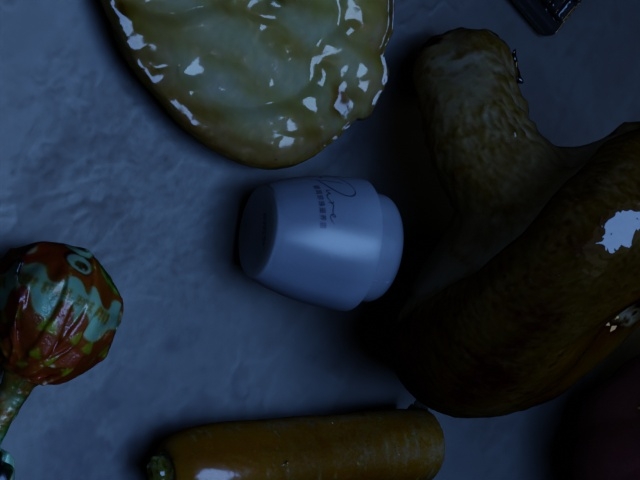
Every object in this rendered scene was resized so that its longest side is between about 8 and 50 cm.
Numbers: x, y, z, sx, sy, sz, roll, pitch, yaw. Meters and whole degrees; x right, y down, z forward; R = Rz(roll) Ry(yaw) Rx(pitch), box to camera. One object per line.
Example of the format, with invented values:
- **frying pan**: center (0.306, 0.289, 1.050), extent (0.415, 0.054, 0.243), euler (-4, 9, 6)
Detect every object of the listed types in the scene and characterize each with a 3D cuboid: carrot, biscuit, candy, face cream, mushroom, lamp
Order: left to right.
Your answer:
- **candy**: center (-0.212, 0.132, 1.179), extent (0.084, 0.078, 0.287), euler (29, 86, -35)
- **biscuit**: center (-0.053, -0.164, 1.269), extent (0.260, 0.041, 0.203), euler (34, 79, -30)
- **carrot**: center (-0.017, 0.149, 1.300), extent (0.225, 0.067, 0.067), euler (-4, 96, -35)
- **face cream**: center (0.000, 0.000, 1.285), extent (0.095, 0.091, 0.091), euler (8, 90, -25)
- **mushroom**: center (0.138, 0.009, 1.306), extent (0.267, 0.254, 0.267), euler (-48, 151, -38)
- **lamp**: center (0.280, 0.162, 1.436), extent (0.182, 0.140, 0.182), euler (6, 59, -11)

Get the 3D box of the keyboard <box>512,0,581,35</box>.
- **keyboard**: center (0.126, -0.255, 1.385), extent (0.230, 0.025, 0.093), euler (44, 73, -28)
